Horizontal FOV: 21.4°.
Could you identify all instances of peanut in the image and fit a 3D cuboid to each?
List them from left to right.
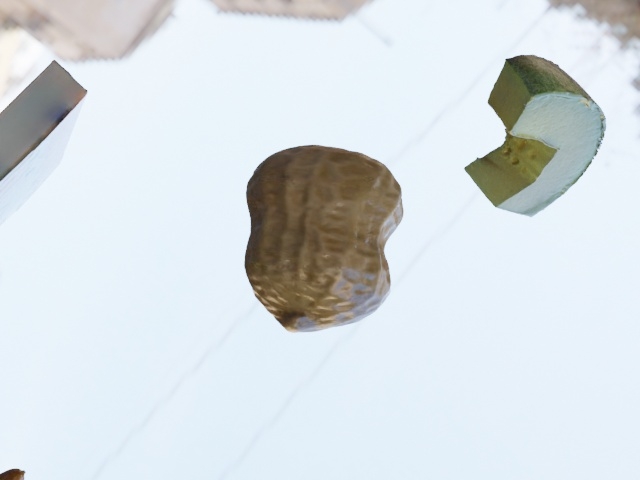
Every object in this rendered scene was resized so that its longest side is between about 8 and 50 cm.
[{"bbox_3d":[0.000,0.000,2.081,0.110,0.196,0.233,153,-56,-82],"label":"peanut"}]

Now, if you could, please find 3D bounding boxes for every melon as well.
[{"bbox_3d":[0.201,-0.097,1.595,0.064,0.118,0.209,62,-28,28],"label":"melon"}]

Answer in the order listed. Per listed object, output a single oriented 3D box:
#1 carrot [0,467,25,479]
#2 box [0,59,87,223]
[{"bbox_3d":[-0.501,0.387,2.389,0.209,0.061,0.061,-37,-164,-22],"label":"carrot"},{"bbox_3d":[-0.317,-0.020,1.481,0.265,0.048,0.273,-48,-176,-16],"label":"box"}]
